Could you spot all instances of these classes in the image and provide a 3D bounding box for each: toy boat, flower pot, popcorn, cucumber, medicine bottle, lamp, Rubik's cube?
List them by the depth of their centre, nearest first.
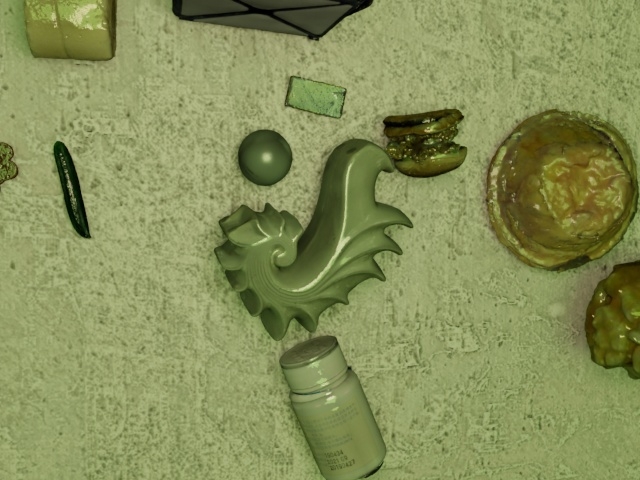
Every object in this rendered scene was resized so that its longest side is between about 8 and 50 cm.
[{"bbox_3d":[-0.081,-0.532,1.205,0.310,0.307,0.305,5,93,-15],"label":"Rubik's cube"},{"bbox_3d":[-0.451,-0.090,1.308,0.033,0.036,0.184,-11,97,-2],"label":"cucumber"},{"bbox_3d":[0.000,0.000,1.341,0.367,0.164,0.254,-33,114,-8],"label":"flower pot"},{"bbox_3d":[-0.103,-0.154,1.347,0.105,0.105,0.105,-1,96,-13],"label":"lamp"},{"bbox_3d":[-0.008,-0.277,1.399,0.115,0.016,0.063,12,94,-13],"label":"toy boat"},{"bbox_3d":[0.023,0.325,1.405,0.143,0.143,0.258,-23,101,-10],"label":"medicine bottle"},{"bbox_3d":[0.704,0.166,1.475,0.335,0.279,0.274,-10,88,-28],"label":"popcorn"}]

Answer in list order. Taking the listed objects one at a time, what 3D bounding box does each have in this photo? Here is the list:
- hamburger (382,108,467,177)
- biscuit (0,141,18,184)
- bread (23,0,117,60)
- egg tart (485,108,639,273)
[{"bbox_3d":[0.197,-0.181,1.386,0.185,0.159,0.131,-12,102,-31],"label":"hamburger"},{"bbox_3d":[-0.625,-0.122,1.269,0.175,0.026,0.124,-12,100,-11],"label":"biscuit"},{"bbox_3d":[-0.422,-0.384,1.233,0.141,0.134,0.148,0,109,-12],"label":"bread"},{"bbox_3d":[0.513,-0.100,1.474,0.352,0.150,0.352,-1,93,-11],"label":"egg tart"}]
